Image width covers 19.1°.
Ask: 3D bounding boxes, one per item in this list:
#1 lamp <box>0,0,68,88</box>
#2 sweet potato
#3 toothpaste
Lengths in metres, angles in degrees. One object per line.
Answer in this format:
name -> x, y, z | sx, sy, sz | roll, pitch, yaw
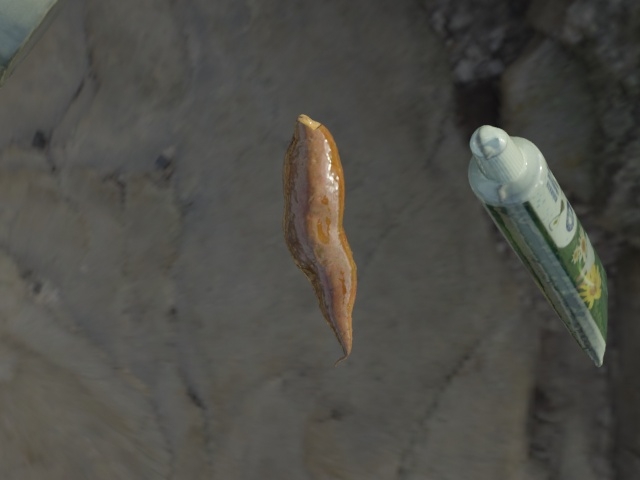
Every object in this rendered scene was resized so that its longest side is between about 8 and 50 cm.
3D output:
lamp -> -0.169, -0.141, 0.609 | 0.215, 0.121, 0.121 | 38, 81, -10
sweet potato -> 0.000, 0.000, 1.452 | 0.056, 0.056, 0.194 | -11, 92, -10
toothpaste -> 0.101, 0.000, 0.833 | 0.031, 0.204, 0.049 | -5, 65, 21
